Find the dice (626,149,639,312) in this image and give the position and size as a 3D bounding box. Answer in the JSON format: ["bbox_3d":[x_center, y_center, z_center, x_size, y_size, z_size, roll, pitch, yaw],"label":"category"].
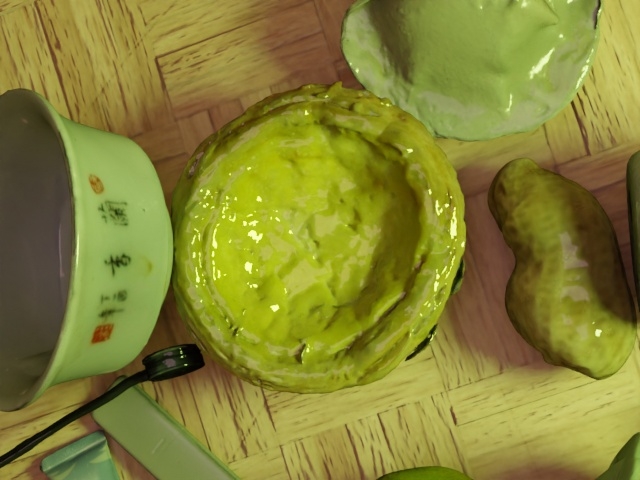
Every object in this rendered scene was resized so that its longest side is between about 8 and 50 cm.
[{"bbox_3d":[0.421,-0.008,1.550,0.193,0.194,0.191,-4,86,8],"label":"dice"}]

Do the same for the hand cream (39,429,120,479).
[{"bbox_3d":[-0.238,0.349,1.719,0.088,0.055,0.256,-29,74,9],"label":"hand cream"}]

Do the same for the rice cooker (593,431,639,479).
[{"bbox_3d":[0.363,0.352,1.498,0.277,0.288,0.288,21,90,12],"label":"rice cooker"}]

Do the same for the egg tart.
[{"bbox_3d":[0.000,0.000,1.655,0.345,0.132,0.345,-1,86,11],"label":"egg tart"}]

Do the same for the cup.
[{"bbox_3d":[-0.272,0.013,1.642,0.347,0.163,0.347,-7,81,55],"label":"cup"}]

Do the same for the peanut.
[{"bbox_3d":[0.259,0.030,1.613,0.137,0.122,0.253,-14,81,19],"label":"peanut"}]

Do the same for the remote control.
[{"bbox_3d":[-0.154,0.261,1.719,0.261,0.029,0.067,40,95,13],"label":"remote control"}]

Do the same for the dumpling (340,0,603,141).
[{"bbox_3d":[0.170,-0.233,1.649,0.293,0.163,0.204,-18,117,7],"label":"dumpling"}]

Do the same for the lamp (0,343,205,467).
[{"bbox_3d":[-0.286,0.236,1.700,0.371,0.130,0.108,-22,74,4],"label":"lamp"}]

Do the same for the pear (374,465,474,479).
[{"bbox_3d":[0.131,0.339,1.585,0.216,0.166,0.180,27,76,25],"label":"pear"}]
